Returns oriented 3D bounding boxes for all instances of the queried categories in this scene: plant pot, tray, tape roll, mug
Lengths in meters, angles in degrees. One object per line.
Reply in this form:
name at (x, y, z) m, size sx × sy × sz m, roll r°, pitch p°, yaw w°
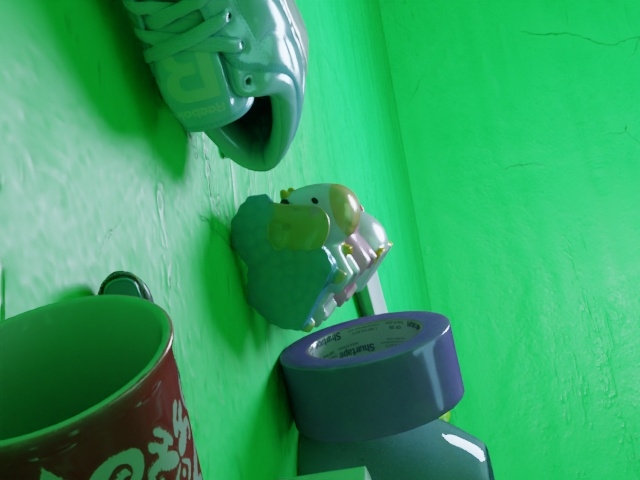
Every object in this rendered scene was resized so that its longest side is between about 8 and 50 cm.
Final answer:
plant pot at (0.108, 0.318, 0.998) m, size 0.290 × 0.195 × 0.290 m, roll -11°, pitch 90°, yaw -78°
tray at (0.096, 0.125, 1.549) m, size 0.145 × 0.030 × 0.270 m, roll -76°, pitch 153°, yaw -63°
tape roll at (0.056, 0.142, 0.928) m, size 0.189 × 0.189 × 0.080 m, roll -51°, pitch 128°, yaw -75°
mug at (-0.098, 0.117, 0.407) m, size 0.150 × 0.113 × 0.169 m, roll -73°, pitch 153°, yaw -64°

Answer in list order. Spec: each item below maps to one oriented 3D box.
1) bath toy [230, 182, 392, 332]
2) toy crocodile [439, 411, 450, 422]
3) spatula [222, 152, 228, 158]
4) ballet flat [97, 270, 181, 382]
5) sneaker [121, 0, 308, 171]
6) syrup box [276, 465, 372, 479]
bath toy at (0.000, 0.000, 0.993) m, size 0.151 × 0.129 × 0.348 m, roll -58°, pitch 171°, yaw 9°
toy crocodile at (0.205, 0.418, 1.661) m, size 0.340 × 0.105 × 0.115 m, roll -77°, pitch 154°, yaw -54°
spatula at (-0.121, -0.218, 0.860) m, size 0.168 × 0.019 × 0.242 m, roll 54°, pitch 31°, yaw -65°
ballet flat at (-0.115, 0.072, 0.551) m, size 0.041 × 0.041 × 0.114 m, roll -54°, pitch 133°, yaw -75°
sneaker at (-0.089, -0.171, 0.668) m, size 0.366 × 0.135 × 0.150 m, roll 45°, pitch 39°, yaw -60°
syrup box at (0.007, 0.325, 0.754) m, size 0.237 × 0.093 × 0.096 m, roll -87°, pitch 161°, yaw -51°
